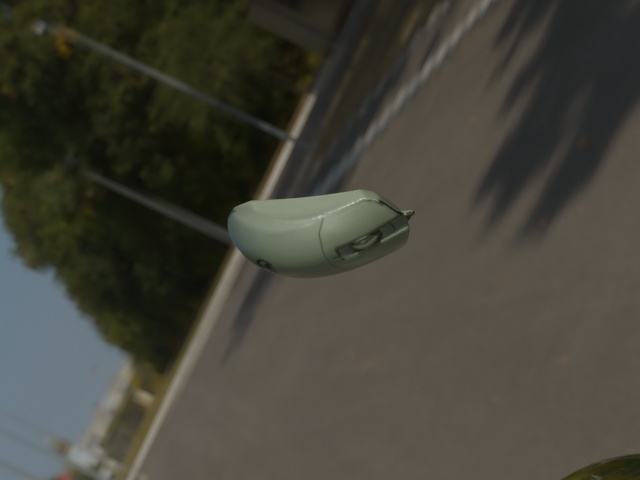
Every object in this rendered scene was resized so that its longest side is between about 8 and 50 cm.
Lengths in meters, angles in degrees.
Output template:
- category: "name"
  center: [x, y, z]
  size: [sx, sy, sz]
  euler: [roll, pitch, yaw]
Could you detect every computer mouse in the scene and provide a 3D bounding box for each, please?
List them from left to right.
- category: "computer mouse"
  center: [0.000, 0.000, 1.001]
  size: [0.056, 0.110, 0.032]
  euler: [51, -141, -49]

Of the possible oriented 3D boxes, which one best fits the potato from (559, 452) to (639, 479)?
- category: "potato"
  center: [0.190, 0.173, 0.891]
  size: [0.248, 0.169, 0.143]
  euler: [12, 109, 60]
